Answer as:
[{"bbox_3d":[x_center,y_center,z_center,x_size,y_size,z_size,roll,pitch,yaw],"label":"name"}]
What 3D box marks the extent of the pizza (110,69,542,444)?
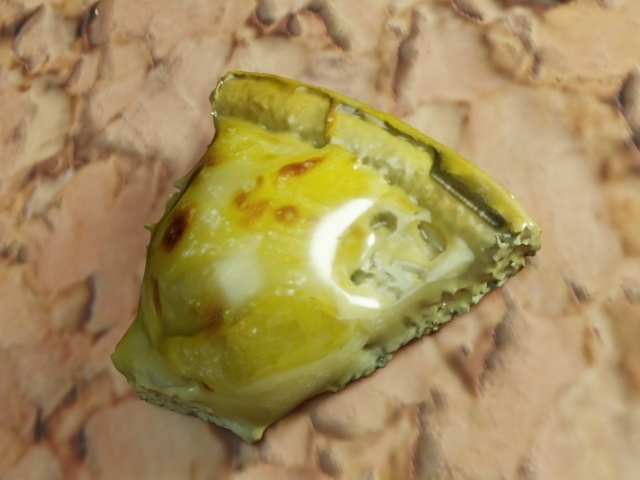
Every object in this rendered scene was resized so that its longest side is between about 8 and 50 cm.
[{"bbox_3d":[-0.008,0.005,0.544,0.204,0.080,0.188,16,73,33],"label":"pizza"}]
